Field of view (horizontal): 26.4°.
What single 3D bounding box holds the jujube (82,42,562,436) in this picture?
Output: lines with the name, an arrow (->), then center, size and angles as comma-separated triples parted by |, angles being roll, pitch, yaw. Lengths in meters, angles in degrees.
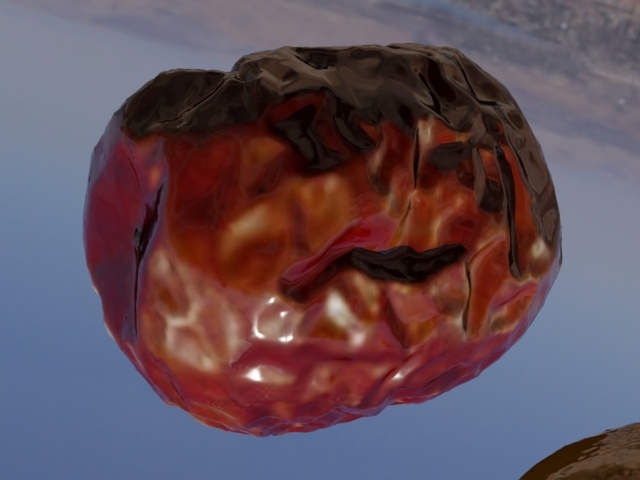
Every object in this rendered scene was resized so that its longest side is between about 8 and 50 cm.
jujube -> 0.000, 0.000, 0.693 | 0.232, 0.213, 0.213 | -6, -163, -33

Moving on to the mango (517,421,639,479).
mango -> 0.149, 0.136, 0.388 | 0.227, 0.109, 0.147 | 32, -136, 17
